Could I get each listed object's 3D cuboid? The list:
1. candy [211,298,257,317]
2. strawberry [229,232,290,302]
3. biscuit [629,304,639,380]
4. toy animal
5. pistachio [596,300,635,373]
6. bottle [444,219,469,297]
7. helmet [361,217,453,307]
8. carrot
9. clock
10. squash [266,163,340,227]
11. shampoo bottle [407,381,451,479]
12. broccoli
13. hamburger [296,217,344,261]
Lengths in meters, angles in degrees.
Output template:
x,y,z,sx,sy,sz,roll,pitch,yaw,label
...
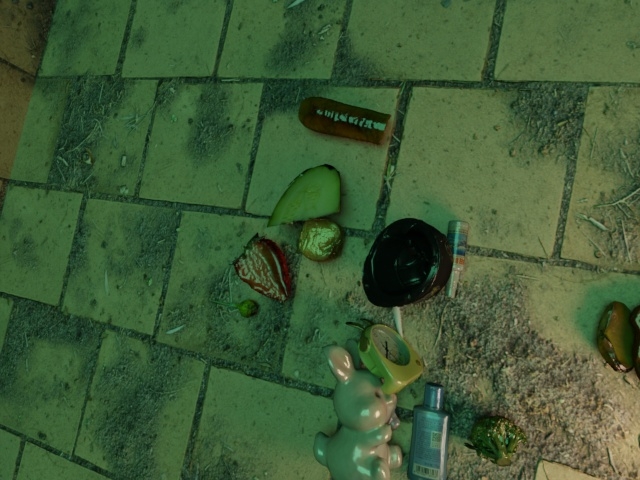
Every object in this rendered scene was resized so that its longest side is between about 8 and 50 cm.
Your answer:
x,y,z,sx,sy,sz,roll,pitch,yaw,label
-0.297,0.220,1.423,0.193,0.058,0.062,4,42,29,candy
-0.161,0.088,1.364,0.228,0.098,0.174,34,95,18,strawberry
0.876,0.256,0.969,0.272,0.049,0.258,0,79,10,biscuit
0.090,0.467,1.162,0.241,0.196,0.368,-4,82,21,toy animal
0.725,0.238,1.043,0.089,0.049,0.173,2,79,-5,pistachio
0.380,0.053,1.194,0.060,0.060,0.217,7,85,21,bottle
0.256,0.073,1.176,0.279,0.160,0.231,-48,48,36,helmet
0.075,-0.386,1.349,0.301,0.114,0.114,19,88,18,carrot
0.172,0.303,1.177,0.232,0.170,0.069,51,121,26,clock
-0.044,-0.149,1.331,0.236,0.204,0.155,-7,102,20,squash
0.299,0.521,1.144,0.103,0.061,0.259,5,83,21,shampoo bottle
0.446,0.506,1.064,0.131,0.120,0.130,27,114,-10,broccoli
0.000,0.000,1.327,0.147,0.083,0.138,14,82,20,hamburger
